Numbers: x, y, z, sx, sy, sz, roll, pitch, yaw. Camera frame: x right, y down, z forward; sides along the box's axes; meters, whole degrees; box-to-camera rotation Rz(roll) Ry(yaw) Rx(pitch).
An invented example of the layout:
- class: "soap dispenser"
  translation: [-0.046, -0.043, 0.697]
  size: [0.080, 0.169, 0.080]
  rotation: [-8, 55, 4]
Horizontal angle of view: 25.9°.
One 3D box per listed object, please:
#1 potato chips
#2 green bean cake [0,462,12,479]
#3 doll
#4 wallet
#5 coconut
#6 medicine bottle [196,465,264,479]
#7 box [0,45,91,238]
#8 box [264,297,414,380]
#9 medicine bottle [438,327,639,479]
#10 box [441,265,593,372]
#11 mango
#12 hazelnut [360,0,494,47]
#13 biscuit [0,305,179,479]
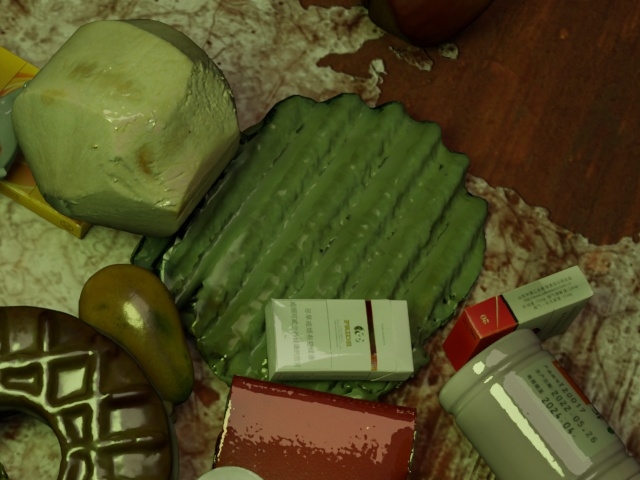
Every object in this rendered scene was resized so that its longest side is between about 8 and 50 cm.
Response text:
- class: "potato chips"
  translation: [0.000, 0.000, 1.592]
  size: [0.358, 0.070, 0.429]
  rotation: [35, 64, 3]
- class: "green bean cake"
  translation: [-0.394, 0.264, 1.128]
  size: [0.310, 0.285, 0.202]
  rotation: [-26, 93, -18]
- class: "doll"
  translation: [-0.386, -0.091, 1.514]
  size: [0.102, 0.075, 0.227]
  rotation: [44, 95, 13]
- class: "wallet"
  translation: [-0.008, 0.228, 1.458]
  size: [0.204, 0.045, 0.142]
  rotation: [11, 83, -5]
- class: "coconut"
  translation: [-0.207, -0.110, 1.473]
  size: [0.241, 0.241, 0.241]
  rotation: [5, 61, -9]
- class: "medicine bottle"
  translation: [-0.097, 0.290, 1.342]
  size: [0.103, 0.186, 0.102]
  rotation: [5, 62, -9]
- class: "box"
  translation: [-0.346, -0.128, 1.600]
  size: [0.269, 0.043, 0.152]
  rotation: [31, 64, 6]
- class: "box"
  translation: [0.020, 0.106, 1.493]
  size: [0.154, 0.040, 0.084]
  rotation: [2, 65, -16]
- class: "medicine bottle"
  translation: [0.248, 0.226, 1.478]
  size: [0.133, 0.133, 0.249]
  rotation: [-28, 70, -24]
- class: "box"
  translation: [0.221, 0.090, 1.565]
  size: [0.152, 0.100, 0.048]
  rotation: [-17, 64, -20]
- class: "mango"
  translation: [-0.197, 0.103, 1.472]
  size: [0.089, 0.111, 0.163]
  rotation: [-12, 83, -53]
- class: "hazelnut"
  translation: [0.138, -0.363, 1.747]
  size: [0.181, 0.181, 0.212]
  rotation: [-23, 69, -23]
- class: "biscuit"
  translation: [-0.306, 0.218, 1.359]
  size: [0.332, 0.103, 0.332]
  rotation: [1, 73, -4]
